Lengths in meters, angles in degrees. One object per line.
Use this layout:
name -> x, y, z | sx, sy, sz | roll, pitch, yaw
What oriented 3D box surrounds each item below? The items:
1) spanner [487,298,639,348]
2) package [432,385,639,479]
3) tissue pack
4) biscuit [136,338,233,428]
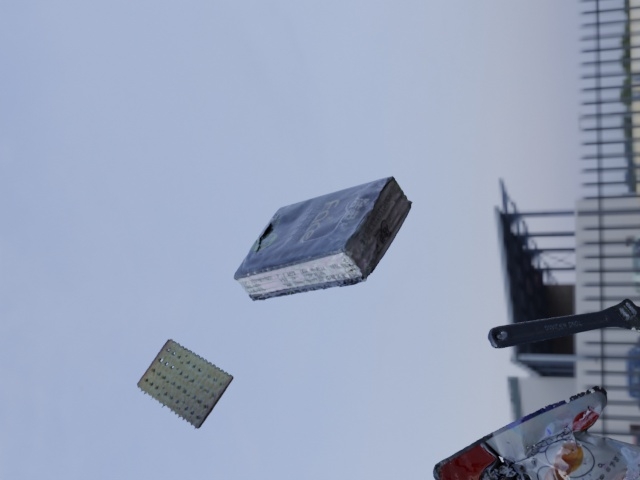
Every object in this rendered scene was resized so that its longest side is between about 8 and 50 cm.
spanner -> 0.298, 0.100, 1.024 | 0.012, 0.209, 0.046 | 82, 179, -59
package -> 0.314, 0.324, 1.217 | 0.194, 0.269, 0.071 | 56, -172, 33
tissue pack -> 0.000, 0.000, 1.287 | 0.073, 0.236, 0.173 | 54, -132, -23
biscuit -> -0.299, 0.310, 1.928 | 0.139, 0.232, 0.016 | -56, -42, -15
